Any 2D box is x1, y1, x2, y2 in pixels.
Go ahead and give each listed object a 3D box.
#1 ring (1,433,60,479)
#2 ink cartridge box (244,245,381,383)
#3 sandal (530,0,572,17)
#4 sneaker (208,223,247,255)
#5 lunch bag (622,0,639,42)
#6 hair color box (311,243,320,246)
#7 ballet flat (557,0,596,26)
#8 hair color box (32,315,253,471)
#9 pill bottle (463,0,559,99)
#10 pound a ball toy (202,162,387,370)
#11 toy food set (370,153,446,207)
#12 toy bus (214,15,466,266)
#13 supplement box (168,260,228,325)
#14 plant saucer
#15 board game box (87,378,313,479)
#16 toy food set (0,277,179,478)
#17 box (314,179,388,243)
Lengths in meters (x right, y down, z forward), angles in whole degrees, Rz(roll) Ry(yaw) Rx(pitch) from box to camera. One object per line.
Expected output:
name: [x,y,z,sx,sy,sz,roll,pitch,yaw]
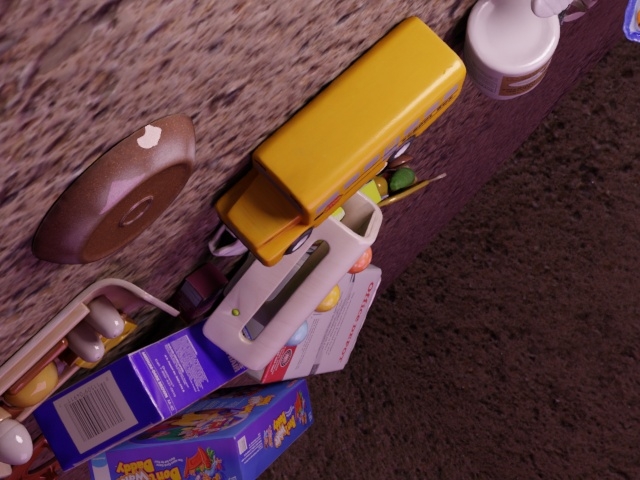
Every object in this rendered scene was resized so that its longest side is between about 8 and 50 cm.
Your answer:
ring: [-0.388,0.314,2.003,0.336,0.032,0.336,-43,172,-8]
ink cartridge box: [-0.033,0.116,2.017,0.273,0.114,0.197,3,112,-61]
sandal: [0.325,-0.414,1.565,0.102,0.076,0.265,-3,131,-44]
sneaker: [-0.091,-0.027,1.622,0.152,0.054,0.061,-47,168,26]
lunch bag: [0.611,-0.501,1.846,0.328,0.239,0.385,-41,143,-55]
hair color box: [0.000,0.000,2.197,0.093,0.053,0.167,-36,170,-36]
ballet flat: [0.450,-0.426,2.153,0.188,0.070,0.070,-39,171,-30]
hair color box: [-0.239,0.207,1.770,0.185,0.110,0.339,-29,179,23]
pill bottle: [0.278,-0.283,1.816,0.131,0.131,0.229,-43,172,-1]
pound a ball toy: [-0.010,0.017,1.738,0.319,0.135,0.208,-50,-173,27]
toy food set: [0.125,-0.109,2.234,0.128,0.071,0.218,-20,-176,34]
toy bus: [0.023,-0.119,1.502,0.332,0.108,0.130,-42,171,-10]
supplement box: [-0.177,0.077,1.767,0.055,0.043,0.083,-36,170,-40]
plant saucer: [-0.186,-0.039,1.168,0.198,0.036,0.198,-42,171,-8]
board game box: [-0.173,0.302,1.882,0.233,0.078,0.347,-9,-175,17]
toy food set: [-0.304,0.173,1.472,0.306,0.092,0.220,-42,172,-3]
box: [0.013,-0.045,1.904,0.109,0.042,0.178,-8,-160,42]
